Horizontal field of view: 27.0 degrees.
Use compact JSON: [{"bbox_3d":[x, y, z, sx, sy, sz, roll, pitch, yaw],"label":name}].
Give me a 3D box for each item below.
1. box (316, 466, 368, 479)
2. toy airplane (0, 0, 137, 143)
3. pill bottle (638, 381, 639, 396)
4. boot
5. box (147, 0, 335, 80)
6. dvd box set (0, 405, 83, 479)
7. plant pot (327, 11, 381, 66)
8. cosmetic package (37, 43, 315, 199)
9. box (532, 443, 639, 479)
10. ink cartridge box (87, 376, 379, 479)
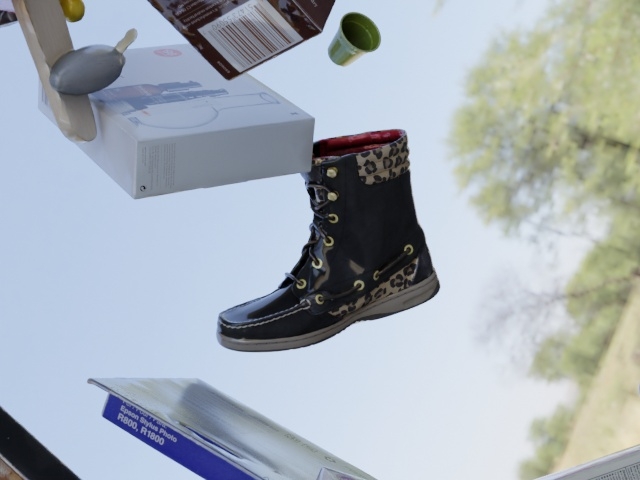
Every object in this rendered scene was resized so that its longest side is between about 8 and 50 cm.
[{"bbox_3d":[0.137,0.299,1.288,0.067,0.324,0.063,-67,21,7],"label":"box"},{"bbox_3d":[-0.381,-0.379,1.794,0.386,0.272,0.384,71,-174,-54],"label":"toy airplane"},{"bbox_3d":[0.551,0.187,1.906,0.184,0.103,0.103,-50,0,36],"label":"pill bottle"},{"bbox_3d":[0.000,0.000,2.044,0.138,0.377,0.284,-141,40,-62],"label":"boot"},{"bbox_3d":[-0.079,-0.335,1.588,0.167,0.168,0.203,44,-134,-26],"label":"box"},{"bbox_3d":[-0.418,0.419,1.728,0.420,0.307,0.062,-53,-7,38],"label":"dvd box set"},{"bbox_3d":[0.052,-0.349,2.362,0.079,0.083,0.083,-41,13,50],"label":"plant pot"},{"bbox_3d":[-0.224,-0.191,2.000,0.284,0.377,0.097,-9,-61,-31],"label":"cosmetic package"},{"bbox_3d":[0.389,0.375,1.819,0.127,0.232,0.148,134,119,-73],"label":"box"},{"bbox_3d":[-0.104,0.272,1.674,0.071,0.324,0.330,-64,-20,4],"label":"ink cartridge box"}]
